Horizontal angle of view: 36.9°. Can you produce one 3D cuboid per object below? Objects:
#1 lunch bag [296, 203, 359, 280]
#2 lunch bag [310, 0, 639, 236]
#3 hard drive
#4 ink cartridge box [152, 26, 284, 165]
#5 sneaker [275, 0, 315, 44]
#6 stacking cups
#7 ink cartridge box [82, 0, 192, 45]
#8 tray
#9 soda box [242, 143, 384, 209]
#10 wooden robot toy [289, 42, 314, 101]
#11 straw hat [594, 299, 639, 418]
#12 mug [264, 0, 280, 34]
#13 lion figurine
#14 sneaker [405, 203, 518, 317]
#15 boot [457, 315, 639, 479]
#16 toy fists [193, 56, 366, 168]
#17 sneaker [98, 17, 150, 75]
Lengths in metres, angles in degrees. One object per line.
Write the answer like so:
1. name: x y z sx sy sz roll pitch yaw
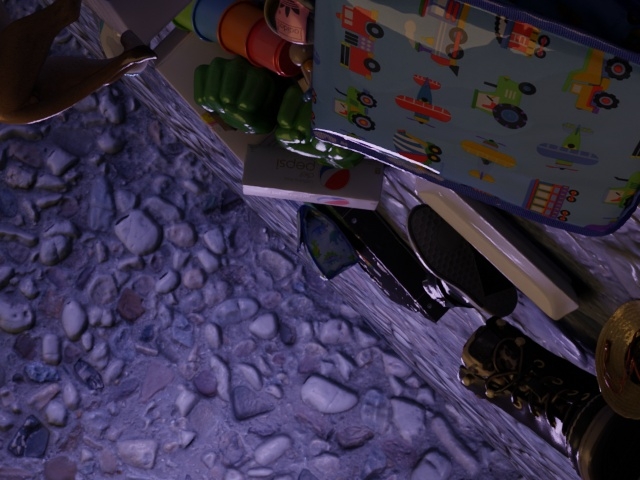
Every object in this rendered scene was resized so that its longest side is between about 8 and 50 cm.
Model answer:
1. lunch bag: 0.000 0.000 1.856 0.151 0.096 0.129 59 175 1
2. lunch bag: 0.146 -0.118 0.726 0.293 0.138 0.221 33 154 16
3. hard drive: 0.101 0.009 1.917 0.339 0.064 0.237 47 172 -18
4. ink cartridge box: -0.149 -0.239 1.607 0.278 0.117 0.201 48 -177 -22
5. sneaker: 0.004 -0.244 0.839 0.112 0.131 0.319 38 170 40
6. stacking cups: -0.129 -0.311 1.372 0.316 0.096 0.096 36 169 37
7. ink cartridge box: -0.260 -0.407 1.118 0.270 0.197 0.198 40 171 27
8. tray: 0.235 -0.003 1.277 0.270 0.030 0.145 44 171 9
9. soda box: -0.012 -0.098 1.502 0.216 0.069 0.074 6 171 -1
10. wooden robot toy: -0.005 -0.228 1.215 0.079 0.076 0.173 59 180 -8
11. straw hat: 0.383 0.137 1.100 0.061 0.144 0.144 4 -172 -20
12. mug: -0.041 -0.285 1.177 0.064 0.062 0.078 -128 24 -81
13. lion figurine: -0.377 -0.232 1.022 0.392 0.240 0.142 40 171 21
14. sneaker: 0.186 0.029 1.493 0.226 0.086 0.163 46 170 -18
15. boot: 0.321 0.219 1.334 0.284 0.138 0.377 32 -175 29
16. toy fists: -0.059 -0.186 1.395 0.279 0.096 0.142 24 168 17
17. sneaker: -0.325 -0.391 1.602 0.092 0.087 0.228 -166 72 -72
